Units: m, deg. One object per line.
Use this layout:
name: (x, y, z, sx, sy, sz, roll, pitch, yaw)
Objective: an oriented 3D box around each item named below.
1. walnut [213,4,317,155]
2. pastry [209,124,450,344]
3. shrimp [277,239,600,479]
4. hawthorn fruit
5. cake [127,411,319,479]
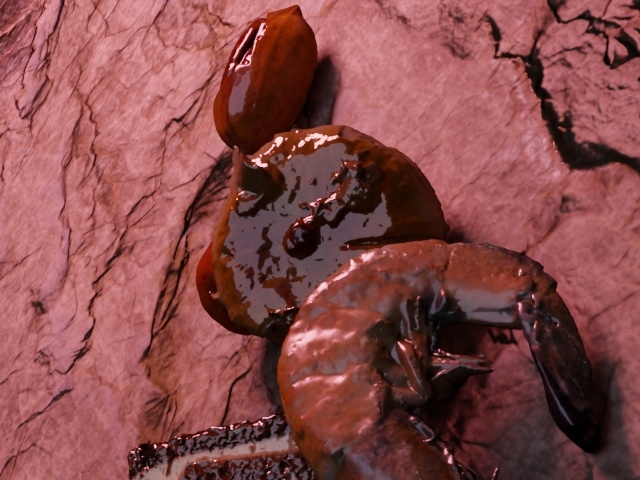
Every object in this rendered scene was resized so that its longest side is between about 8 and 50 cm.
walnut: (-0.065, -0.199, 1.693, 0.115, 0.115, 0.207, 4, 69, 52)
pastry: (0.006, -0.001, 1.397, 0.257, 0.121, 0.236, 23, 85, 26)
shrimp: (0.133, 0.171, 1.181, 0.272, 0.085, 0.445, -34, 54, 2)
hawthorn fruit: (-0.074, 0.051, 1.529, 0.125, 0.125, 0.140, -110, 17, -47)
cake: (-0.066, 0.253, 1.436, 0.246, 0.135, 0.112, -14, 63, 10)
